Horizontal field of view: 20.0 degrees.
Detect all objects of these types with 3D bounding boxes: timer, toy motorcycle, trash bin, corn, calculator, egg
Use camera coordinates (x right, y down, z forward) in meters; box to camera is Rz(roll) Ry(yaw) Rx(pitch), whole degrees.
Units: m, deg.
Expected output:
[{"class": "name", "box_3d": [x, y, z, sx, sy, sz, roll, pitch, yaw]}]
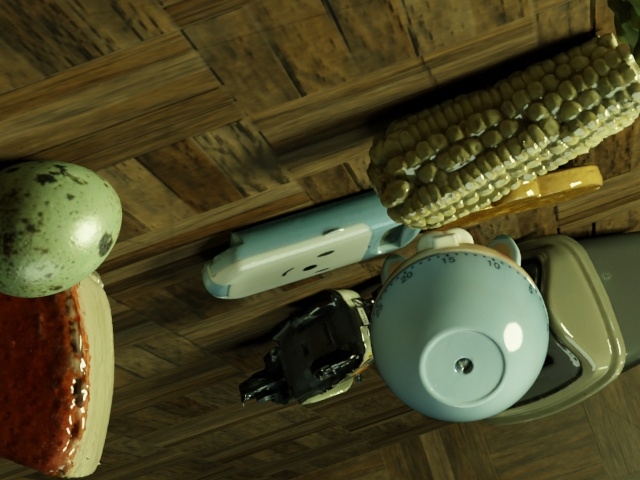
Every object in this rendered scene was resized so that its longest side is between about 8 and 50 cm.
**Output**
[{"class": "timer", "box_3d": [0.120, 0.046, 1.633, 0.175, 0.255, 0.175, -2, 136, -2]}, {"class": "toy motorcycle", "box_3d": [0.016, 0.114, 1.930, 0.157, 0.091, 0.263, -16, 166, -32]}, {"class": "trash bin", "box_3d": [0.261, 0.088, 1.976, 0.209, 0.182, 0.290, -29, 170, 36]}, {"class": "corn", "box_3d": [0.134, -0.077, 1.293, 0.211, 0.087, 0.087, -24, 167, 9]}, {"class": "calculator", "box_3d": [0.000, 0.000, 1.529, 0.210, 0.039, 0.121, -17, 169, -10]}, {"class": "egg", "box_3d": [-0.174, -0.009, 1.136, 0.110, 0.085, 0.085, -22, 174, -45]}]

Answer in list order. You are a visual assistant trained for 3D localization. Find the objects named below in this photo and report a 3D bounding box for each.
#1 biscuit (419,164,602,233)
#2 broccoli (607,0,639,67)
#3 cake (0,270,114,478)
[{"class": "biscuit", "box_3d": [0.170, -0.040, 1.614, 0.184, 0.027, 0.133, -14, 172, -8]}, {"class": "broccoli", "box_3d": [0.270, -0.112, 0.955, 0.288, 0.245, 0.248, 0, 168, -41]}, {"class": "cake", "box_3d": [-0.283, 0.132, 1.415, 0.262, 0.159, 0.158, -18, 171, 4]}]
